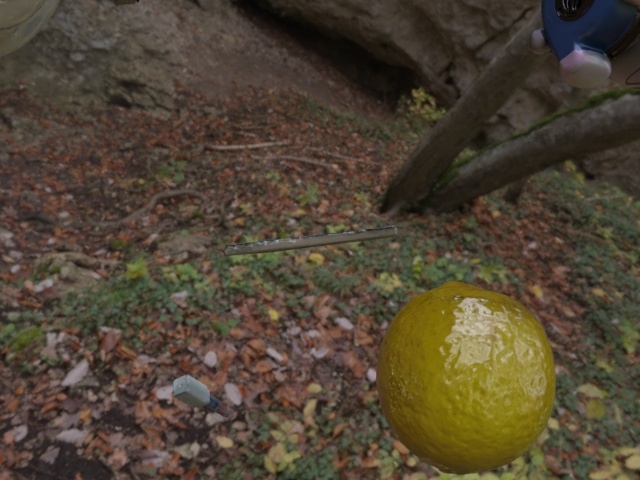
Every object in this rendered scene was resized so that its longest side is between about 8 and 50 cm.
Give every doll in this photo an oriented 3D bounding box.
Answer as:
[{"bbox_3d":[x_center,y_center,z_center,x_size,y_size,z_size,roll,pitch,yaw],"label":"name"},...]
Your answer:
[{"bbox_3d":[0.502,-0.355,0.920,0.309,0.284,0.240,0,68,-26],"label":"doll"}]

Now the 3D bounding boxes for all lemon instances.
[{"bbox_3d":[0.218,0.203,0.902,0.293,0.293,0.293,37,20,-16],"label":"lemon"}]

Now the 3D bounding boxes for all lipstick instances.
[{"bbox_3d":[-0.152,0.210,0.783,0.107,0.025,0.025,50,20,-45],"label":"lipstick"}]

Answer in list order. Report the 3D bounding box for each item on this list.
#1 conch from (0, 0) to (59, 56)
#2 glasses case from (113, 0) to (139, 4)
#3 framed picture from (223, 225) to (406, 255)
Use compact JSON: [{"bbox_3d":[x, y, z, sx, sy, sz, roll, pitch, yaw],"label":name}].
[{"bbox_3d":[-0.269,-0.218,0.449,0.127,0.158,0.255,-10,33,-38],"label":"conch"},{"bbox_3d":[-0.262,-0.393,0.831,0.047,0.071,0.205,-12,10,-25],"label":"glasses case"},{"bbox_3d":[0.000,0.000,1.136,0.232,0.314,0.024,-1,85,-77],"label":"framed picture"}]
